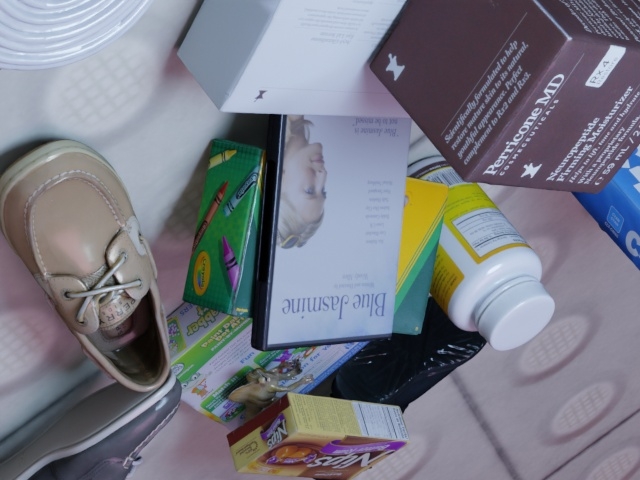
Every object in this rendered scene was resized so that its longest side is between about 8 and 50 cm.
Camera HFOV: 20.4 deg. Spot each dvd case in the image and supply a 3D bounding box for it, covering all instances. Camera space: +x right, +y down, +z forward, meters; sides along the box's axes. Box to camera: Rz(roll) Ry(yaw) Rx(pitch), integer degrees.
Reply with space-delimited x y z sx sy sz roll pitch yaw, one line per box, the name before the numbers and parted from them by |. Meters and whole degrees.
dvd case | 0.013 -0.021 1.749 0.180 0.022 0.253 -3 101 -44

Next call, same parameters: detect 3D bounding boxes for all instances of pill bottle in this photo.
pill bottle | 0.161 0.016 1.943 0.117 0.215 0.117 -25 146 -18

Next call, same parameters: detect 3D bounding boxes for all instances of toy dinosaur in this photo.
toy dinosaur | -0.060 0.171 2.003 0.092 0.053 0.183 -12 153 -15

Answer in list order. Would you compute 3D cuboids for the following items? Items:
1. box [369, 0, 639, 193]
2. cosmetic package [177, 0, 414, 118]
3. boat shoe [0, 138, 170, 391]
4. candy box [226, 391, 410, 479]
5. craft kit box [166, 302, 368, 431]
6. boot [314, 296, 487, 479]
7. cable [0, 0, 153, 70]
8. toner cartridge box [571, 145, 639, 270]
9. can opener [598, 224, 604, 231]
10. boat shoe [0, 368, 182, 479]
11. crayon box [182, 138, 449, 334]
box | 0.194 -0.159 1.618 0.203 0.167 0.168 2 132 -45
cosmetic package | 0.088 -0.248 1.649 0.377 0.097 0.284 -1 132 -43
boat shoe | -0.209 0.029 1.705 0.121 0.110 0.341 -32 148 -7
candy box | -0.001 0.225 2.026 0.186 0.053 0.109 14 140 -44
craft kit box | -0.054 0.101 2.000 0.250 0.061 0.246 -40 150 5
boot | 0.088 0.186 2.209 0.246 0.094 0.207 -31 159 -31
cable | -0.204 -0.250 1.338 0.257 0.089 0.257 19 108 -54
toner cartridge box | 0.369 -0.065 1.913 0.165 0.348 0.075 -20 144 -25
can opener | 0.450 -0.115 2.207 0.280 0.074 0.093 -36 -178 2
boat shoe | -0.267 0.251 1.895 0.335 0.112 0.095 -33 110 13
crayon box | 0.000 0.000 1.815 0.278 0.081 0.165 8 94 -44
